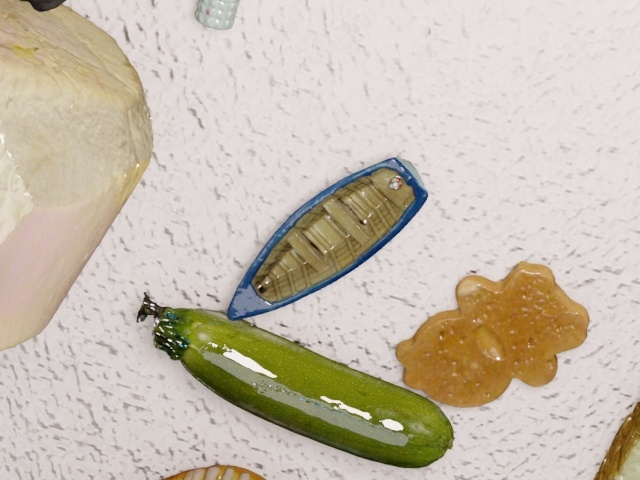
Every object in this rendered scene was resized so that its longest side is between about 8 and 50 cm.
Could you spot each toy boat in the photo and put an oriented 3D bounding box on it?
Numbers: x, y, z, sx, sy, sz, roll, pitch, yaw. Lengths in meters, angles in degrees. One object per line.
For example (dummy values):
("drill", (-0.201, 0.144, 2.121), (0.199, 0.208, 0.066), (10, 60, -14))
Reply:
("toy boat", (0.000, 0.000, 1.734), (0.229, 0.046, 0.080), (-38, 108, 22))

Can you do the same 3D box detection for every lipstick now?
("lipstick", (-0.078, -0.243, 1.628), (0.037, 0.037, 0.116), (18, 113, -3))

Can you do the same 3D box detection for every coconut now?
("coconut", (-0.322, -0.056, 1.604), (0.297, 0.297, 0.309), (29, 111, -9))

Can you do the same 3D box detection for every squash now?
("squash", (-0.027, 0.138, 1.786), (0.331, 0.087, 0.087), (24, 117, -8))

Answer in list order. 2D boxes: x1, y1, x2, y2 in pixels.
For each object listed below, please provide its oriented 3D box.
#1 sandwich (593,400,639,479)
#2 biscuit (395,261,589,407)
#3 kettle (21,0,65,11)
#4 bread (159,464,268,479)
("sandwich", (0.395, 0.176, 1.757), (0.226, 0.087, 0.251), (18, 120, -1))
("biscuit", (0.166, 0.096, 1.775), (0.133, 0.027, 0.184), (36, 116, -13))
("kettle", (-0.190, -0.402, 1.399), (0.250, 0.361, 0.376), (8, 131, 49))
("bread", (-0.143, 0.349, 1.870), (0.288, 0.156, 0.204), (-30, 102, 22))
